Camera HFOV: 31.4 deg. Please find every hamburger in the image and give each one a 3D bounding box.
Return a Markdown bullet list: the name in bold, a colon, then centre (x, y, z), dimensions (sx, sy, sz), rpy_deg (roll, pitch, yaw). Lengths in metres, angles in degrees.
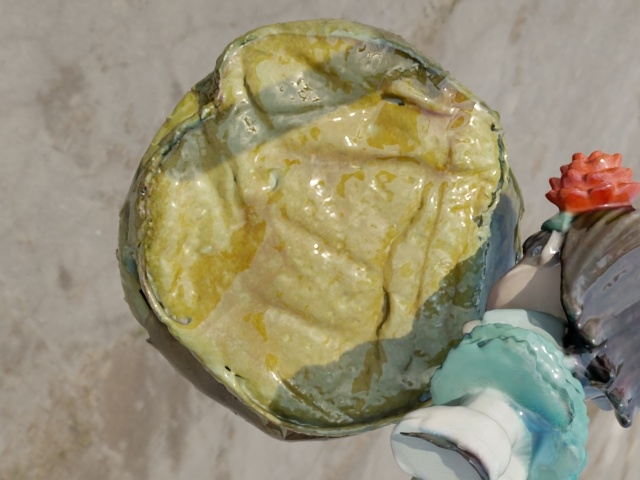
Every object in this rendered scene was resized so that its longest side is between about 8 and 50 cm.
- **hamburger**: centre (0.002, 0.000, 0.783), dimensions (0.285, 0.265, 0.134), rpy_deg (-54, 180, 9)

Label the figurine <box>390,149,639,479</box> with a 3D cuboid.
- **figurine**: centre (0.125, 0.058, 0.612), dimensions (0.245, 0.110, 0.137), rpy_deg (-40, 128, -44)
